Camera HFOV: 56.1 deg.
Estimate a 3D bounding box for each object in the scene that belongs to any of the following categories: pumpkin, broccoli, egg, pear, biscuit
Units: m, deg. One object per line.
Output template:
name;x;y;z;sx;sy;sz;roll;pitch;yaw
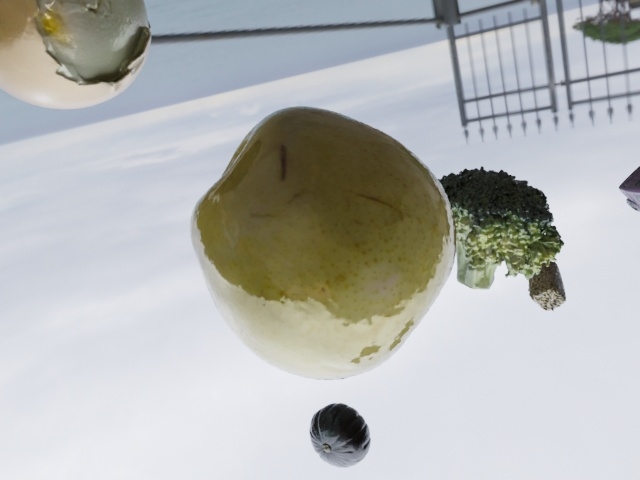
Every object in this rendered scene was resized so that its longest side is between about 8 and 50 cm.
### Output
pumpkin;0.057;0.568;1.748;0.150;0.194;0.194;-22;-163;-26
broccoli;0.340;-0.015;1.190;0.263;0.243;0.247;16;-152;19
egg;-0.311;-0.252;0.699;0.244;0.201;0.201;3;-158;45
pear;0.000;0.000;0.694;0.309;0.309;0.309;-12;-165;3
biscuit;0.572;0.101;1.525;0.070;0.082;0.168;-36;-162;33

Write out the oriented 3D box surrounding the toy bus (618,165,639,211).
toy bus;0.564;-0.044;0.937;0.087;0.178;0.098;-46;-175;8
